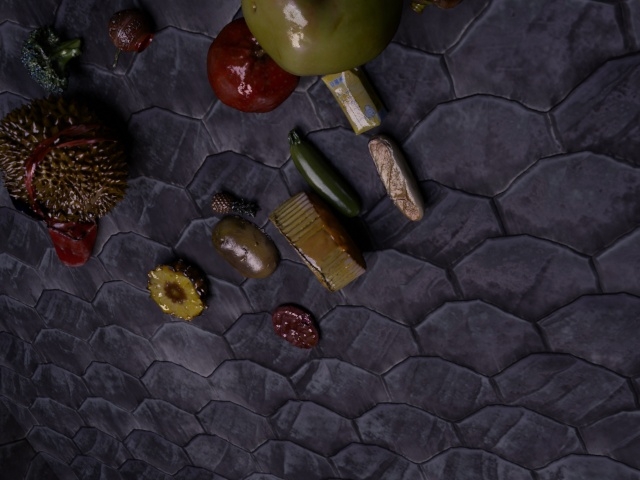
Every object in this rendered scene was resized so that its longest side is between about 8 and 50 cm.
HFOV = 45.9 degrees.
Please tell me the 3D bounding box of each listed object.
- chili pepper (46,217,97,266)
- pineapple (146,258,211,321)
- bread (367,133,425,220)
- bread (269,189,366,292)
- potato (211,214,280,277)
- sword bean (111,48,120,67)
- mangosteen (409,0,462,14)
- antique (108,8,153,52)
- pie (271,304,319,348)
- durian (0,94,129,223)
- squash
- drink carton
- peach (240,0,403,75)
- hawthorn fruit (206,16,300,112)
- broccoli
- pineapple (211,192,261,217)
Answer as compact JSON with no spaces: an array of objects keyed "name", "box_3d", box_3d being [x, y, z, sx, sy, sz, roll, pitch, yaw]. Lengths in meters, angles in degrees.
[{"name":"chili pepper","box_3d":[-0.757,0.006,2.331,0.144,0.136,0.253,-7,146,-17]},{"name":"pineapple","box_3d":[-0.411,0.140,2.223,0.224,0.076,0.225,14,129,19]},{"name":"bread","box_3d":[0.170,-0.141,1.667,0.073,0.053,0.214,-18,109,35]},{"name":"bread","box_3d":[0.000,0.000,1.789,0.133,0.179,0.250,-40,90,2]},{"name":"potato","box_3d":[-0.206,0.029,2.012,0.200,0.081,0.164,39,133,-3]},{"name":"sword bean","box_3d":[-0.503,-0.460,1.874,0.012,0.012,0.083,38,135,1]},{"name":"mangosteen","box_3d":[0.218,-0.480,1.336,0.145,0.156,0.181,-12,153,5]},{"name":"antique","box_3d":[-0.444,-0.488,1.755,0.104,0.104,0.104,17,130,21]},{"name":"pie","box_3d":[-0.069,0.242,2.116,0.154,0.036,0.154,16,131,20]},{"name":"durian","box_3d":[-0.677,-0.204,1.973,0.384,0.348,0.348,22,132,5]},{"name":"squash","box_3d":[0.000,-0.148,1.758,0.252,0.066,0.066,48,134,-7]},{"name":"drink carton","box_3d":[0.061,-0.326,1.582,0.084,0.074,0.200,-19,112,40]},{"name":"peach","box_3d":[0.011,-0.438,1.345,0.281,0.314,0.315,31,169,5]},{"name":"hawthorn fruit","box_3d":[-0.131,-0.368,1.554,0.205,0.205,0.253,46,165,-6]},{"name":"broccoli","box_3d":[-0.668,-0.460,1.902,0.160,0.167,0.155,-18,132,-1]},{"name":"pineapple","box_3d":[-0.218,-0.084,1.949,0.124,0.058,0.058,19,131,19]}]
